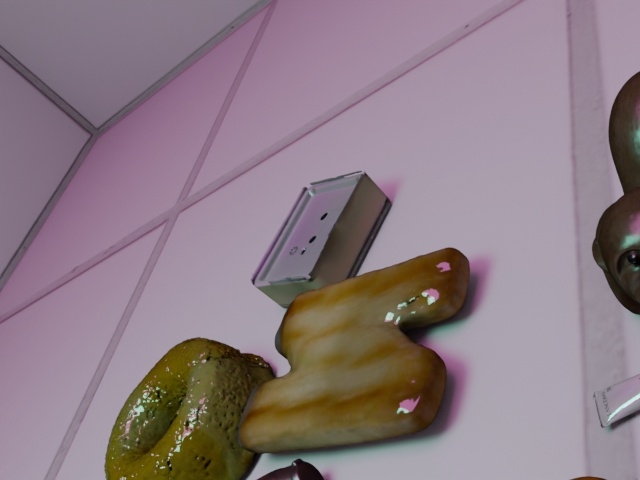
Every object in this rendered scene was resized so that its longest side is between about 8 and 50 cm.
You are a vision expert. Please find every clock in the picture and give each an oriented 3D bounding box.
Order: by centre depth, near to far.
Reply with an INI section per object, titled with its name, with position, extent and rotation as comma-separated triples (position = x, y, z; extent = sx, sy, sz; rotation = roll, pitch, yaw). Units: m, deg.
[clock]
position = 0.000, 0.000, 1.146
extent = 0.147, 0.071, 0.192
rotation = -10, 44, 50

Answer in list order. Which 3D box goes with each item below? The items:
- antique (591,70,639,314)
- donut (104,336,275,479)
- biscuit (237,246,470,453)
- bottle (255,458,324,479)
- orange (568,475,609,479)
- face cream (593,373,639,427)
[antique]
position = 0.304, -0.045, 0.681
extent = 0.121, 0.143, 0.256
rotation = -11, 46, 47
[donut]
position = -0.186, 0.246, 1.048
extent = 0.272, 0.107, 0.272
rotation = -37, 27, 23
[biscuit]
position = 0.037, 0.132, 0.918
extent = 0.291, 0.062, 0.236
rotation = -23, 35, 40
[bottle]
position = -0.067, 0.292, 0.861
extent = 0.164, 0.060, 0.060
rotation = -35, 29, 23
[orange]
position = 0.195, 0.210, 0.565
extent = 0.083, 0.070, 0.083
rotation = -46, 27, 31
[face cream]
position = 0.273, 0.115, 0.638
extent = 0.115, 0.020, 0.038
rotation = -35, 29, 29
